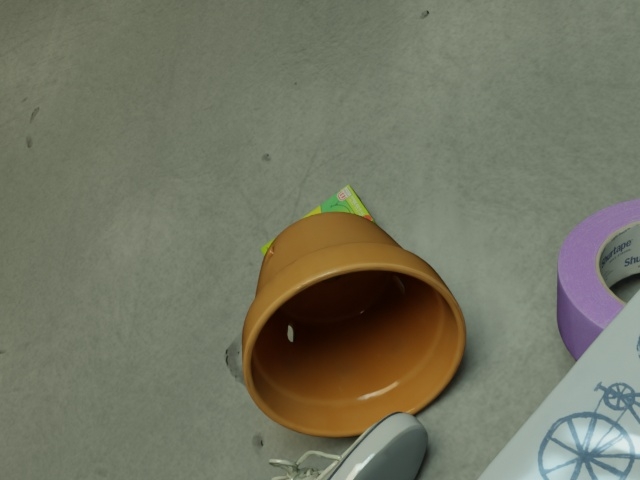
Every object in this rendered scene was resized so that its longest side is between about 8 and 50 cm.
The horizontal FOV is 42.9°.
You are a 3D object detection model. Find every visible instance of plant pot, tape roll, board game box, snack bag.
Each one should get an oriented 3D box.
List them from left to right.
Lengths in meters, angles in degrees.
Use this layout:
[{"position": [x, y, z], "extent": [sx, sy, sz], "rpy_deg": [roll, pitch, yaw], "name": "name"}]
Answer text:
[{"position": [0.000, 0.000, 1.322], "extent": [0.181, 0.043, 0.092], "rpy_deg": [-36, 51, 5], "name": "board game box"}, {"position": [0.029, 0.094, 1.114], "extent": [0.291, 0.291, 0.203], "rpy_deg": [-30, 35, 10], "name": "plant pot"}, {"position": [0.418, 0.063, 0.951], "extent": [0.275, 0.090, 0.274], "rpy_deg": [-8, 37, 6], "name": "tape roll"}, {"position": [0.360, 0.217, 0.737], "extent": [0.323, 0.037, 0.343], "rpy_deg": [-46, 51, -11], "name": "snack bag"}]

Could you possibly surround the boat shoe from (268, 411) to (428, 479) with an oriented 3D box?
[{"position": [-0.018, 0.351, 1.071], "extent": [0.156, 0.136, 0.367], "rpy_deg": [37, 93, 43], "name": "boat shoe"}]
